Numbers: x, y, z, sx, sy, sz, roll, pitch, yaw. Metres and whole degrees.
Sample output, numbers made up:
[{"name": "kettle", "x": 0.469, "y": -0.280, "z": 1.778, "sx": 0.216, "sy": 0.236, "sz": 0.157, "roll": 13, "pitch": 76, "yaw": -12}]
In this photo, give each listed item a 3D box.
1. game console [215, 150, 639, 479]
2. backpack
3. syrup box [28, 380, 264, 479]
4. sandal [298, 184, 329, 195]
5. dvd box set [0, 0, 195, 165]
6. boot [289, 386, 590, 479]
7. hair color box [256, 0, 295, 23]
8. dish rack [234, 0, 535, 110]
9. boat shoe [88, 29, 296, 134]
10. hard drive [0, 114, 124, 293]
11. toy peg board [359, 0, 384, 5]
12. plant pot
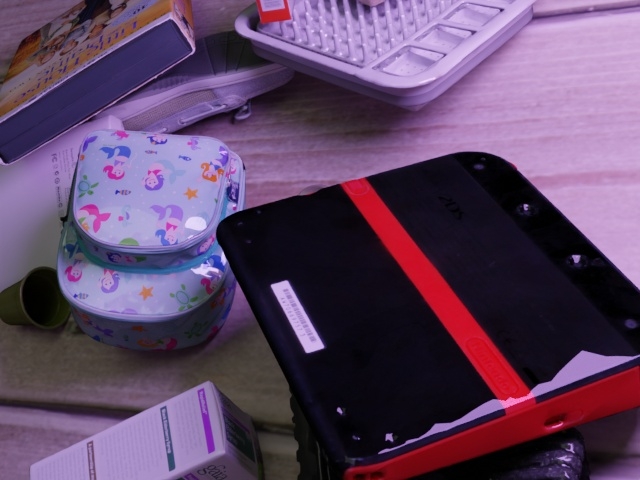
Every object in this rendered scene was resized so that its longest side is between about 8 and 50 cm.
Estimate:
[{"name": "game console", "x": 0.109, "y": 0.051, "z": 0.961, "sx": 0.341, "sy": 0.060, "sz": 0.387, "roll": -17, "pitch": 38, "yaw": -13}, {"name": "backpack", "x": -0.201, "y": -0.002, "z": 1.188, "sx": 0.225, "sy": 0.191, "sz": 0.254, "roll": 5, "pitch": 64, "yaw": 0}, {"name": "syrup box", "x": -0.188, "y": 0.253, "z": 1.067, "sx": 0.236, "sy": 0.093, "sz": 0.096, "roll": -25, "pitch": 49, "yaw": 11}, {"name": "sandal", "x": 0.000, "y": 0.000, "z": 1.173, "sx": 0.072, "sy": 0.049, "sz": 0.180, "roll": -17, "pitch": 51, "yaw": 18}, {"name": "dvd box set", "x": -0.331, "y": -0.287, "z": 1.462, "sx": 0.307, "sy": 0.062, "sz": 0.420, "roll": -30, "pitch": 28, "yaw": 8}, {"name": "boot", "x": 0.115, "y": 0.183, "z": 0.922, "sx": 0.260, "sy": 0.131, "sz": 0.348, "roll": -16, "pitch": 60, "yaw": 25}, {"name": "hair color box", "x": -0.057, "y": -0.346, "z": 1.278, "sx": 0.043, "sy": 0.072, "sz": 0.141, "roll": -5, "pitch": 40, "yaw": 10}, {"name": "dish rack", "x": 0.087, "y": -0.275, "z": 1.262, "sx": 0.332, "sy": 0.072, "sz": 0.285, "roll": 27, "pitch": 56, "yaw": 37}, {"name": "boat shoe", "x": -0.175, "y": -0.206, "z": 1.397, "sx": 0.320, "sy": 0.103, "sz": 0.118, "roll": -17, "pitch": 40, "yaw": 11}, {"name": "hard drive", "x": -0.402, "y": -0.035, "z": 1.382, "sx": 0.307, "sy": 0.040, "sz": 0.203, "roll": -15, "pitch": 75, "yaw": 19}, {"name": "toy peg board", "x": 0.075, "y": -0.393, "z": 1.288, "sx": 0.160, "sy": 0.079, "sz": 0.161, "roll": -32, "pitch": 43, "yaw": -20}, {"name": "plant pot", "x": -0.388, "y": 0.083, "z": 1.318, "sx": 0.079, "sy": 0.083, "sz": 0.083, "roll": -15, "pitch": 51, "yaw": 35}]
